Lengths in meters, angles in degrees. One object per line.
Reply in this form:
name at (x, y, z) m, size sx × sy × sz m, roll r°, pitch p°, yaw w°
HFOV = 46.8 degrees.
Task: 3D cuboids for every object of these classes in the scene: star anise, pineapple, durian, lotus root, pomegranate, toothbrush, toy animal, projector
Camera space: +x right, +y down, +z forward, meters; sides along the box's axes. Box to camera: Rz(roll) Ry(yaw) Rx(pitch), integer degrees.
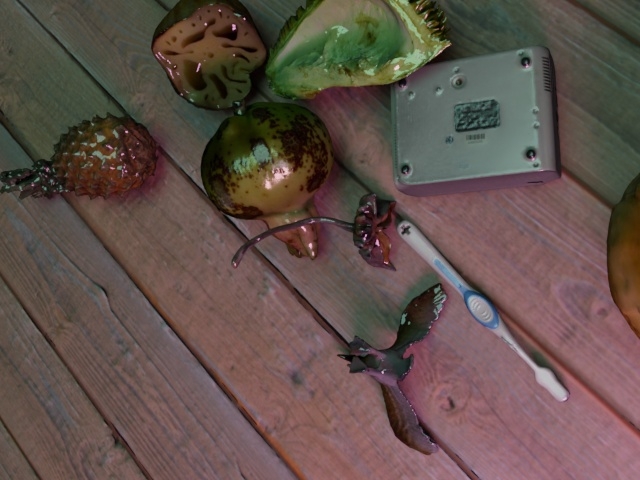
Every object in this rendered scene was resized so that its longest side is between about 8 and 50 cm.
star anise at (0.000, 0.000, 1.223) m, size 0.228 × 0.218 × 0.148 m, roll 4°, pitch 123°, yaw 21°
pineapple at (-0.500, -0.151, 1.492) m, size 0.361 × 0.175 × 0.174 m, roll -8°, pitch 80°, yaw 24°
durian at (0.054, -0.336, 1.252) m, size 0.395 × 0.163 × 0.197 m, roll -7°, pitch 89°, yaw 36°
lotus root at (-0.198, -0.370, 1.385) m, size 0.188 × 0.199 × 0.180 m, roll -22°, pitch 35°, yaw 12°
pomegranate at (-0.081, -0.099, 1.257) m, size 0.222 × 0.204 × 0.276 m, roll -18°, pitch 77°, yaw 22°
toothbrush at (0.247, 0.102, 1.164) m, size 0.040 × 0.040 × 0.386 m, roll -48°, pitch 66°, yaw 13°
toy animal at (0.098, 0.186, 1.180) m, size 0.197 × 0.160 × 0.272 m, roll 9°, pitch 81°, yaw 29°
projector at (0.240, -0.183, 1.164) m, size 0.251 × 0.108 × 0.198 m, roll -4°, pitch 81°, yaw 26°

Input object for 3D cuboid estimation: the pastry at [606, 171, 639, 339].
pastry at (0.562, 0.007, 0.906) m, size 0.410 × 0.245 × 0.409 m, roll -2°, pitch 84°, yaw 23°
